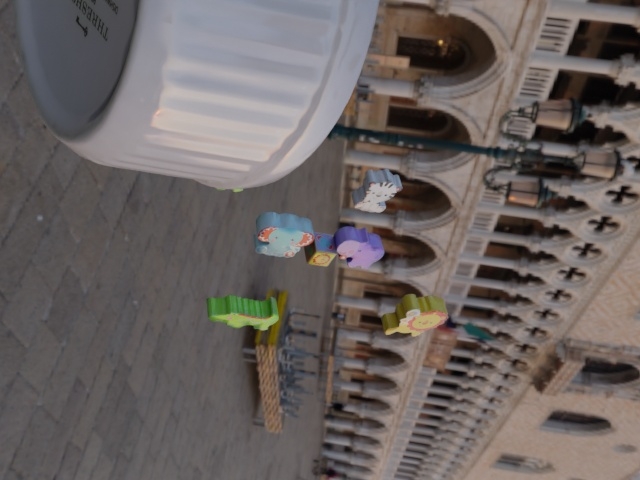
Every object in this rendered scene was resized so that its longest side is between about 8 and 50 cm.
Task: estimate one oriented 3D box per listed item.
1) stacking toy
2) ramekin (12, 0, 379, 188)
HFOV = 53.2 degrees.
[{"bbox_3d":[0.000,0.000,0.585,0.052,0.221,0.167,-54,-141,44],"label":"stacking toy"},{"bbox_3d":[-0.098,-0.166,0.404,0.127,0.273,0.272,-5,108,-41],"label":"ramekin"}]
